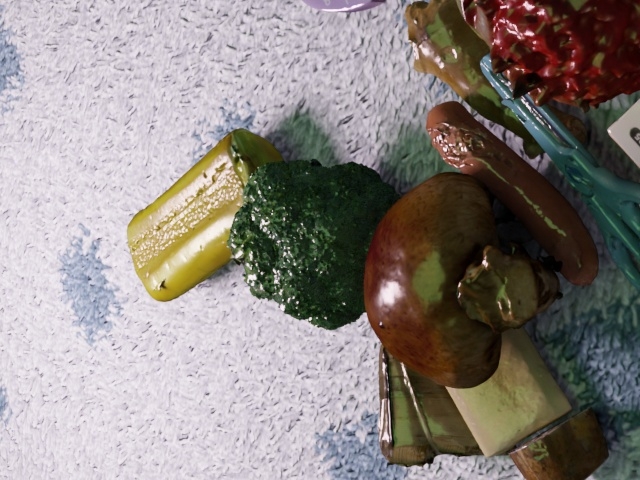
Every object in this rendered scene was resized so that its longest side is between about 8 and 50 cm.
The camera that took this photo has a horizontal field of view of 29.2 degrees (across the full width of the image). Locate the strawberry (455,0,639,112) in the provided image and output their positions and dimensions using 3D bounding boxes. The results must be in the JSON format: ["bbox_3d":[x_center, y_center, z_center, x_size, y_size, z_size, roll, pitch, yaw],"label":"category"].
[{"bbox_3d":[0.312,-0.315,1.342,0.343,0.292,0.292,-46,66,18],"label":"strawberry"}]

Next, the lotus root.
[{"bbox_3d":[0.310,0.267,1.559,0.081,0.112,0.122,53,162,10],"label":"lotus root"}]

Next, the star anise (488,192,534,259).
[{"bbox_3d":[0.230,-0.018,1.605,0.181,0.061,0.204,-35,74,43],"label":"star anise"}]

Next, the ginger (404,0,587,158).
[{"bbox_3d":[0.225,-0.213,1.561,0.294,0.086,0.131,43,113,19],"label":"ginger"}]

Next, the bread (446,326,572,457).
[{"bbox_3d":[0.235,0.183,1.631,0.139,0.060,0.178,-33,72,19],"label":"bread"}]

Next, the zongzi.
[{"bbox_3d":[0.176,0.214,1.703,0.198,0.099,0.194,-5,85,21],"label":"zongzi"}]

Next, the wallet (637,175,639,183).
[{"bbox_3d":[0.441,-0.106,1.402,0.124,0.032,0.182,39,124,33],"label":"wallet"}]

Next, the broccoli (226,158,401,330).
[{"bbox_3d":[0.000,0.000,1.739,0.270,0.270,0.269,133,118,-74],"label":"broccoli"}]

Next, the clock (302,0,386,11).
[{"bbox_3d":[0.046,-0.394,1.698,0.198,0.064,0.172,-48,66,39],"label":"clock"}]

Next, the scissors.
[{"bbox_3d":[0.316,-0.077,1.447,0.393,0.032,0.180,52,162,14],"label":"scissors"}]

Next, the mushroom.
[{"bbox_3d":[0.161,0.048,1.494,0.283,0.195,0.263,-15,76,58],"label":"mushroom"}]

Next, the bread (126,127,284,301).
[{"bbox_3d":[-0.174,-0.034,1.960,0.383,0.112,0.166,-35,68,44],"label":"bread"}]

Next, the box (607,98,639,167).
[{"bbox_3d":[0.476,-0.095,1.297,0.274,0.091,0.220,49,126,14],"label":"box"}]

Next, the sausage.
[{"bbox_3d":[0.241,-0.065,1.526,0.304,0.078,0.078,46,128,21],"label":"sausage"}]
